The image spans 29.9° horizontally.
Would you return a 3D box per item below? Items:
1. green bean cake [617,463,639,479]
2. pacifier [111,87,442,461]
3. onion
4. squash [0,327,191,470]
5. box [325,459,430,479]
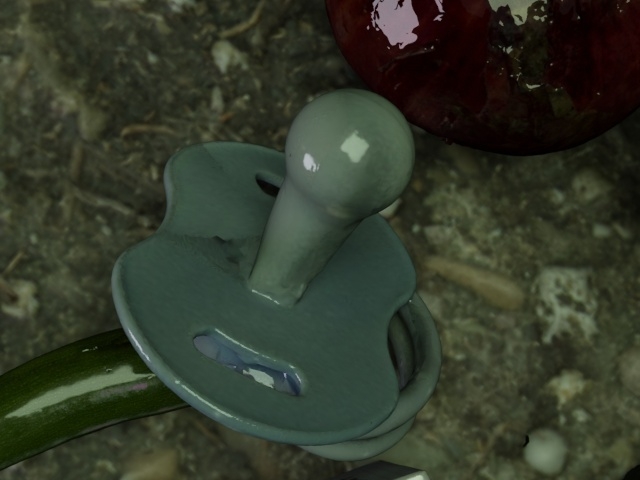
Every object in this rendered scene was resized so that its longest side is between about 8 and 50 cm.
[{"bbox_3d":[0.314,0.241,0.913,0.185,0.094,0.183,-26,85,-8],"label":"green bean cake"},{"bbox_3d":[0.000,0.000,0.824,0.244,0.233,0.299,23,37,-6],"label":"pacifier"},{"bbox_3d":[0.140,-0.197,0.883,0.276,0.276,0.276,1,81,-5],"label":"onion"},{"bbox_3d":[-0.169,0.113,0.897,0.318,0.071,0.080,-18,64,-11],"label":"squash"},{"bbox_3d":[0.076,0.323,0.819,0.095,0.210,0.330,-19,83,-7],"label":"box"}]
